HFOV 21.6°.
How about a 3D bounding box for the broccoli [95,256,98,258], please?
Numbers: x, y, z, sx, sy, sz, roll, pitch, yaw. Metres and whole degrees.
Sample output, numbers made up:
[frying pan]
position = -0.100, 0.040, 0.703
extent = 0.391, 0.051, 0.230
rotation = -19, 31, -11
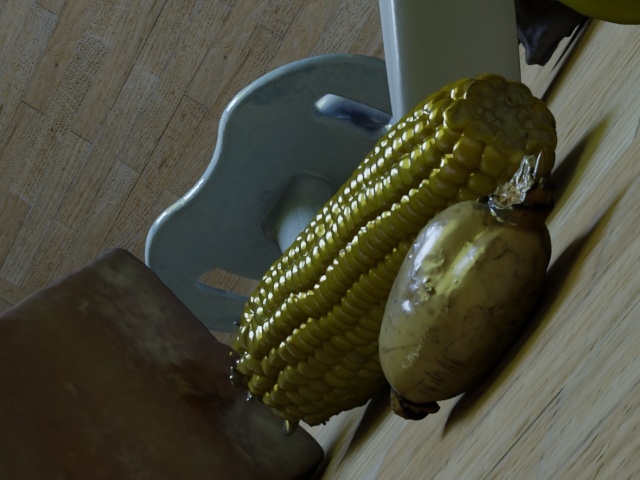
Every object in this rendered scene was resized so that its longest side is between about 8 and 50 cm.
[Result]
[broccoli]
position = -0.191, 0.211, 1.905
extent = 0.254, 0.186, 0.302
rotation = 98, -179, -56

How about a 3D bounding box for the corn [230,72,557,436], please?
[corn]
position = 0.039, 0.009, 0.991
extent = 0.305, 0.106, 0.106
rotation = -53, 6, 47

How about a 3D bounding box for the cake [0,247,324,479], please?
[cake]
position = -0.183, 0.201, 1.158
extent = 0.237, 0.230, 0.309
rotation = -26, -26, -51

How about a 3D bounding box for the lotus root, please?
[lotus root]
position = 0.067, 0.022, 0.774
extent = 0.152, 0.063, 0.072
rotation = -61, -8, 26

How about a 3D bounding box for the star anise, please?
[star anise]
position = 0.180, -0.226, 1.180
extent = 0.209, 0.089, 0.231
rotation = -66, -9, 3

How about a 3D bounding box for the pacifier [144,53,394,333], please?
[pacifier]
position = 0.000, 0.000, 1.350
extent = 0.287, 0.238, 0.226
rotation = -51, 37, 25

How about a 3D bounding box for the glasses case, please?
[glasses case]
position = 0.087, -0.163, 1.161
extent = 0.059, 0.092, 0.233
rotation = 138, 126, -80

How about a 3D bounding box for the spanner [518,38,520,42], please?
[spanner]
position = 0.203, -0.240, 1.644
extent = 0.087, 0.024, 0.316
rotation = -54, 3, 39

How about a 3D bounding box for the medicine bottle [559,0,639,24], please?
[medicine bottle]
position = 0.180, -0.218, 0.819
extent = 0.239, 0.124, 0.124
rotation = -60, 3, -5
